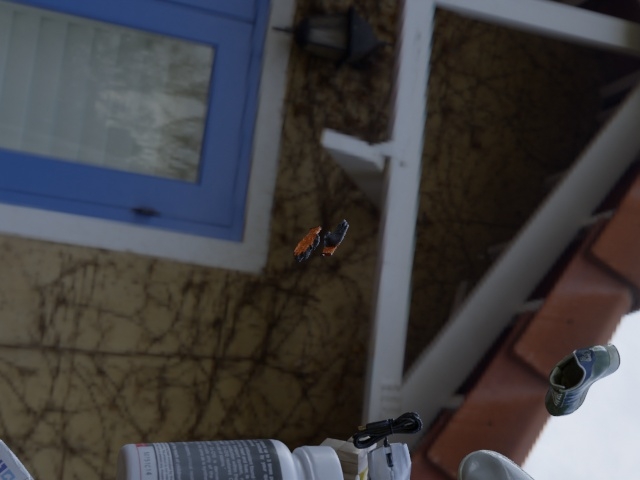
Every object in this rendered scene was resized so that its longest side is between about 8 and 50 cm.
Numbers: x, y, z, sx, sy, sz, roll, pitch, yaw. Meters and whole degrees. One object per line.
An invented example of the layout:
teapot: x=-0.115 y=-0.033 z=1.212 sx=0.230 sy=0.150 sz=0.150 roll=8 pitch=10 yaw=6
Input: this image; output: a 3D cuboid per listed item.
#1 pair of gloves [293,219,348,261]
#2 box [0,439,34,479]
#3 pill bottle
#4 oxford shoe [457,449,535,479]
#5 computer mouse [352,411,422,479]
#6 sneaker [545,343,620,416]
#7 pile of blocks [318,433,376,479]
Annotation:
pair of gloves: x=0.000 y=0.000 z=1.466 sx=0.083 sy=0.010 sz=0.074 roll=-11 pitch=-145 yaw=38
box: x=-0.404 y=0.337 z=0.976 sx=0.058 sy=0.322 sz=0.232 roll=47 pitch=-20 yaw=14
pill bottle: x=-0.120 y=0.343 z=1.337 sx=0.161 sy=0.283 sz=0.161 roll=-179 pitch=-90 yaw=-73
oxford shoe: x=0.424 y=0.567 z=1.922 sx=0.449 sy=0.169 sz=0.130 roll=54 pitch=-21 yaw=31
computer mouse: x=0.108 y=0.342 z=1.578 sx=0.042 sy=0.106 sz=0.193 roll=-110 pitch=-172 yaw=-47
sneaker: x=0.403 y=0.230 z=1.678 sx=0.192 sy=0.086 sz=0.064 roll=-59 pitch=-139 yaw=46
pile of blocks: x=0.000 y=0.511 z=1.832 sx=0.362 sy=0.112 sz=0.149 roll=-66 pitch=148 yaw=-34
